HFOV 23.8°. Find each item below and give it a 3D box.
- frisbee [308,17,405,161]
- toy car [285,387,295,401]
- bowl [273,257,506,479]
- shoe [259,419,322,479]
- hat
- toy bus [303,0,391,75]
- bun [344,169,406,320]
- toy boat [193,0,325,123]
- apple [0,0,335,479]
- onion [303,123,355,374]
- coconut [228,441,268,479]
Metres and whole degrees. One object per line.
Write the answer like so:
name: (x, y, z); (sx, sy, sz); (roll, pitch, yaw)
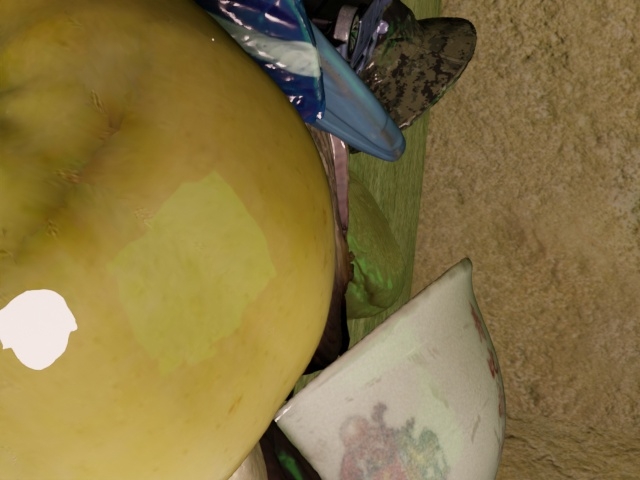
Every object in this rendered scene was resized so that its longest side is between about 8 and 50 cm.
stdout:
frisbee: (-0.061, -0.144, 0.935); (0.049, 0.289, 0.289); (-44, 170, 1)
toy car: (-0.066, 0.101, 1.635); (0.209, 0.089, 0.108); (79, 22, -72)
bowl: (0.030, 0.230, 1.339); (0.435, 0.196, 0.435); (-41, 174, -5)
shoe: (-0.041, 0.302, 1.107); (0.171, 0.237, 0.384); (-89, 154, -69)
hat: (0.059, -0.234, 1.859); (0.128, 0.265, 0.265); (57, 31, -26)
toy bus: (-0.006, -0.214, 1.527); (0.292, 0.125, 0.133); (-62, 162, -59)
bun: (0.000, 0.000, 1.668); (0.220, 0.134, 0.220); (55, 14, -20)
toy boat: (-0.124, -0.065, 0.838); (0.291, 0.220, 0.067); (-61, -179, 43)
apple: (-0.118, -0.001, 0.664); (0.262, 0.262, 0.262); (10, 90, -81)
onion: (-0.073, -0.045, 1.220); (0.348, 0.159, 0.267); (67, 22, -61)
coconut: (-0.133, 0.142, 0.859); (0.234, 0.224, 0.224); (97, 8, -50)
